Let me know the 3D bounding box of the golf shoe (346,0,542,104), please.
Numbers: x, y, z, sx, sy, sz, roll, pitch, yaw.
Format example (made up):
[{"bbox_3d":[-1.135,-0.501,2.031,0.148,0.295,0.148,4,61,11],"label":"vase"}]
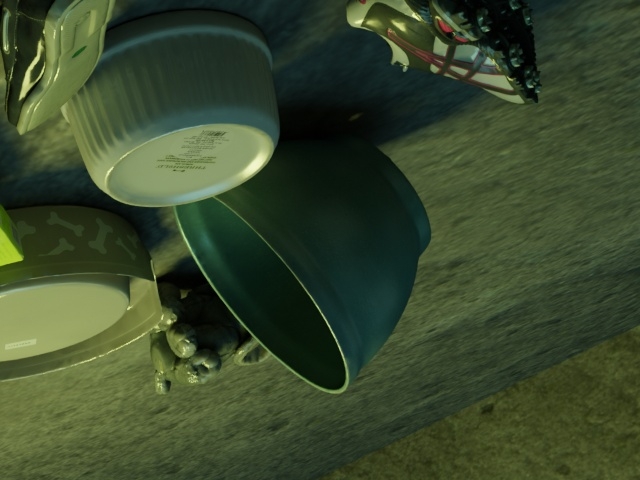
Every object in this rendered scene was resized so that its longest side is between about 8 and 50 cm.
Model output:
[{"bbox_3d":[0.134,-0.204,1.170,0.120,0.105,0.273,-10,160,29],"label":"golf shoe"}]

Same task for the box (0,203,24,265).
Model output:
[{"bbox_3d":[-0.401,0.009,1.207,0.178,0.042,0.109,-15,160,-5],"label":"box"}]

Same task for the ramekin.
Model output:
[{"bbox_3d":[-0.137,-0.115,1.134,0.207,0.109,0.207,-15,160,-6],"label":"ramekin"}]

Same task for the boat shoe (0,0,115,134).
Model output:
[{"bbox_3d":[-0.229,-0.167,0.989,0.084,0.079,0.233,-44,176,-31],"label":"boat shoe"}]

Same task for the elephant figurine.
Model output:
[{"bbox_3d":[-0.120,0.109,1.704,0.239,0.169,0.186,-24,-165,-29],"label":"elephant figurine"}]

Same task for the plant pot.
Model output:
[{"bbox_3d":[0.000,0.000,1.360,0.196,0.293,0.293,-39,167,-20],"label":"plant pot"}]

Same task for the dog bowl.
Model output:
[{"bbox_3d":[-0.361,0.068,1.449,0.349,0.102,0.349,-14,160,-5],"label":"dog bowl"}]
